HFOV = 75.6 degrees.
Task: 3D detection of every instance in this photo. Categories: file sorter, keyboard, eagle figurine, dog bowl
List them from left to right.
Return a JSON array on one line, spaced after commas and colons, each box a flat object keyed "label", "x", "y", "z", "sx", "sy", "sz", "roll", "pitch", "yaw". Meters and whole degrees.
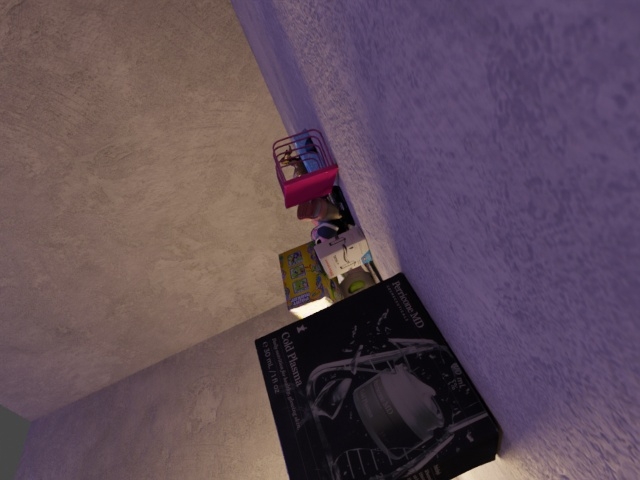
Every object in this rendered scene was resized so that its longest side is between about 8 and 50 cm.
[{"label": "file sorter", "x": -0.071, "y": -0.274, "z": 1.594, "sx": 0.290, "sy": 0.202, "sz": 0.182, "roll": 107, "pitch": 142, "yaw": -78}, {"label": "eagle figurine", "x": -0.074, "y": -0.354, "z": 2.156, "sx": 0.225, "sy": 0.298, "sz": 0.226, "roll": -52, "pitch": 13, "yaw": 49}, {"label": "dog bowl", "x": -0.046, "y": -0.389, "z": 1.951, "sx": 0.166, "sy": 0.074, "sz": 0.297, "roll": 67, "pitch": 177, "yaw": -64}, {"label": "keyboard", "x": 0.098, "y": -0.154, "z": 1.754, "sx": 0.100, "sy": 0.038, "sz": 0.192, "roll": 19, "pitch": 138, "yaw": 55}]

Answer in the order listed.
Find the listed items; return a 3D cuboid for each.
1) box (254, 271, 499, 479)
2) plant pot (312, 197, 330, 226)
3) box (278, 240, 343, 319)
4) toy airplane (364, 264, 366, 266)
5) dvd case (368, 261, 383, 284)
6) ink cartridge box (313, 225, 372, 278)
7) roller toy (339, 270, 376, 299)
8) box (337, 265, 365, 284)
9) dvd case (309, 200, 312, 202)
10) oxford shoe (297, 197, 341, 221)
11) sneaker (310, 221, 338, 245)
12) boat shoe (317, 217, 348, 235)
[{"label": "box", "x": 0.131, "y": 0.425, "z": 1.119, "sx": 0.297, "sy": 0.472, "sz": 0.480, "roll": 67, "pitch": 178, "yaw": -49}, {"label": "plant pot", "x": -0.006, "y": -0.175, "z": 2.459, "sx": 0.180, "sy": 0.201, "sz": 0.201, "roll": 49, "pitch": 177, "yaw": 8}, {"label": "box", "x": -0.030, "y": 0.206, "z": 1.855, "sx": 0.290, "sy": 0.177, "sz": 0.279, "roll": 51, "pitch": -160, "yaw": -54}, {"label": "toy airplane", "x": 0.201, "y": 0.089, "z": 2.130, "sx": 0.151, "sy": 0.028, "sz": 0.151, "roll": 54, "pitch": 173, "yaw": 10}, {"label": "dvd case", "x": 0.265, "y": 0.199, "z": 1.802, "sx": 0.164, "sy": 0.018, "sz": 0.221, "roll": 66, "pitch": 179, "yaw": -61}, {"label": "ink cartridge box", "x": 0.094, "y": 0.053, "z": 1.700, "sx": 0.148, "sy": 0.203, "sz": 0.086, "roll": 65, "pitch": 180, "yaw": -46}, {"label": "roller toy", "x": 0.187, "y": 0.249, "z": 1.990, "sx": 0.209, "sy": 0.191, "sz": 0.146, "roll": -63, "pitch": 35, "yaw": 34}, {"label": "box", "x": 0.106, "y": 0.137, "z": 2.209, "sx": 0.262, "sy": 0.127, "sz": 0.231, "roll": 52, "pitch": 164, "yaw": -8}, {"label": "dvd case", "x": -0.050, "y": -0.247, "z": 2.011, "sx": 0.087, "sy": 0.013, "sz": 0.119, "roll": 64, "pitch": 159, "yaw": 19}, {"label": "oxford shoe", "x": -0.016, "y": -0.153, "z": 2.164, "sx": 0.397, "sy": 0.147, "sz": 0.140, "roll": 30, "pitch": 105, "yaw": 66}, {"label": "sneaker", "x": 0.000, "y": 0.000, "z": 2.152, "sx": 0.319, "sy": 0.112, "sz": 0.131, "roll": 132, "pitch": 157, "yaw": -73}, {"label": "boat shoe", "x": 0.103, "y": -0.020, "z": 2.273, "sx": 0.340, "sy": 0.127, "sz": 0.158, "roll": 54, "pitch": 167, "yaw": -22}]
